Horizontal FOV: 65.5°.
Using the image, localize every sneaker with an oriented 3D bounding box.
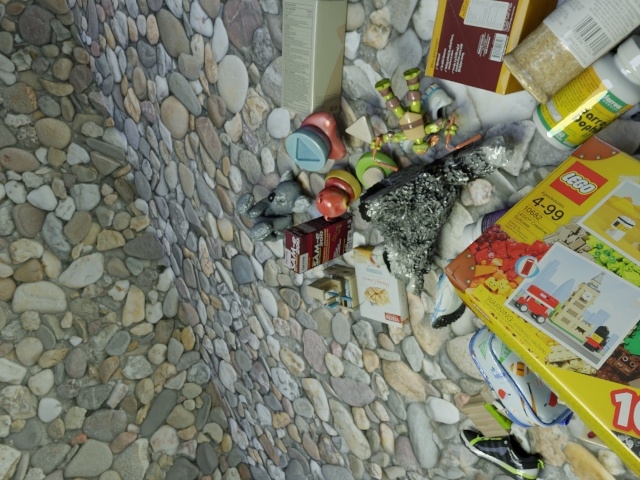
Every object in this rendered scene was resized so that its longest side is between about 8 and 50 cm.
[{"bbox_3d":[0.508,0.577,1.393,0.235,0.084,0.097,22,100,40],"label":"sneaker"},{"bbox_3d":[0.350,0.149,1.358,0.086,0.085,0.237,-115,26,-47],"label":"sneaker"},{"bbox_3d":[0.266,-0.289,1.244,0.083,0.071,0.190,42,135,20],"label":"sneaker"}]

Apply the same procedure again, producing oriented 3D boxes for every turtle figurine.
[{"bbox_3d":[0.228,-0.290,1.176,0.270,0.087,0.217,-7,122,32],"label":"turtle figurine"}]

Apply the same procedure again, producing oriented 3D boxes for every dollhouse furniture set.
[{"bbox_3d":[0.035,0.175,1.632,0.129,0.184,0.129,11,116,46],"label":"dollhouse furniture set"}]

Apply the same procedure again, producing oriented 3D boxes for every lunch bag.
[{"bbox_3d":[0.480,0.250,1.067,0.243,0.304,0.115,58,159,9],"label":"lunch bag"}]

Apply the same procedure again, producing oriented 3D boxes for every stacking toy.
[{"bbox_3d":[0.053,-0.200,1.398,0.280,0.130,0.308,-1,131,44],"label":"stacking toy"}]

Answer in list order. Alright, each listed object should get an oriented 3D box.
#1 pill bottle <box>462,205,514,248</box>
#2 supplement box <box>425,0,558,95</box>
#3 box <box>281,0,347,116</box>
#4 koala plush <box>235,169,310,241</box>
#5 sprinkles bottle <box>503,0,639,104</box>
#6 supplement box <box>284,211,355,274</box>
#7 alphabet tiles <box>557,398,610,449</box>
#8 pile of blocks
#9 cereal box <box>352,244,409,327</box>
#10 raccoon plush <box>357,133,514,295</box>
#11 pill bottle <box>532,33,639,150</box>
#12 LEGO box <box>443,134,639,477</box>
[{"bbox_3d":[0.431,-0.021,1.150,0.194,0.108,0.108,-18,94,50],"label":"pill bottle"},{"bbox_3d":[0.349,-0.424,1.034,0.194,0.129,0.191,31,129,36],"label":"supplement box"},{"bbox_3d":[-0.023,-0.523,1.415,0.148,0.121,0.310,30,128,37],"label":"box"},{"bbox_3d":[-0.140,-0.124,1.727,0.221,0.203,0.196,-49,56,26],"label":"koala plush"},{"bbox_3d":[0.483,-0.393,0.826,0.355,0.121,0.121,-42,75,31],"label":"sprinkles bottle"},{"bbox_3d":[0.000,0.000,1.544,0.073,0.240,0.130,27,127,38],"label":"supplement box"},{"bbox_3d":[0.618,0.238,0.918,0.285,0.342,0.011,5,144,48],"label":"alphabet tiles"},{"bbox_3d":[0.499,0.377,1.275,0.149,0.113,0.362,33,139,18],"label":"pile of blocks"},{"bbox_3d":[0.187,0.141,1.551,0.173,0.047,0.239,10,115,46],"label":"cereal box"},{"bbox_3d":[0.292,-0.033,1.223,0.447,0.216,0.299,-14,112,50],"label":"raccoon plush"},{"bbox_3d":[0.516,-0.272,0.927,0.117,0.118,0.208,58,139,11],"label":"pill bottle"},{"bbox_3d":[0.525,0.120,0.826,0.500,0.372,0.193,49,-177,37],"label":"LEGO box"}]
